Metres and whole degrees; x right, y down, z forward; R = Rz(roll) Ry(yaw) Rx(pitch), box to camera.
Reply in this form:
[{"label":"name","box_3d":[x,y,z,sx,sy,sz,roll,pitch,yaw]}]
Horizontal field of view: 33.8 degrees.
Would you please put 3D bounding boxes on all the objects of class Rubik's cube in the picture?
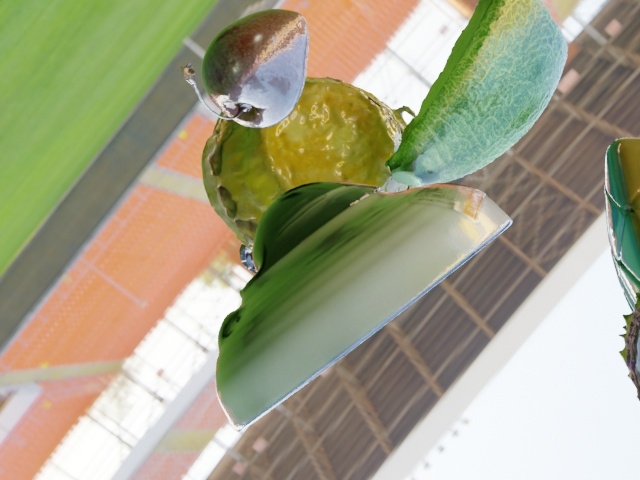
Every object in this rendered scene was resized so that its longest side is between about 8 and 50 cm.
[{"label":"Rubik's cube","box_3d":[0.367,-0.011,1.147,0.254,0.254,0.254,-49,-169,13]}]

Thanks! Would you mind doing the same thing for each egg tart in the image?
[{"label":"egg tart","box_3d":[0.004,-0.126,1.697,0.388,0.388,0.169,-56,179,-26]}]

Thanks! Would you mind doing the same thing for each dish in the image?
[{"label":"dish","box_3d":[0.005,0.019,0.844,0.273,0.134,0.273,-37,174,-5]}]

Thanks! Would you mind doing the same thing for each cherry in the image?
[{"label":"cherry","box_3d":[-0.077,-0.207,1.160,0.148,0.115,0.188,-35,148,1]}]

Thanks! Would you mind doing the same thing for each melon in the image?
[{"label":"melon","box_3d":[0.232,-0.208,1.563,0.124,0.196,0.323,22,-104,52]}]

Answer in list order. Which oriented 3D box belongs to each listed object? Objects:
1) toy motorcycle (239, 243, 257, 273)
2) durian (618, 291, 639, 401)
[{"label":"toy motorcycle","box_3d":[0.000,0.002,1.827,0.089,0.298,0.171,-75,165,-45]},{"label":"durian","box_3d":[0.316,0.077,0.850,0.119,0.186,0.108,14,-153,39]}]
